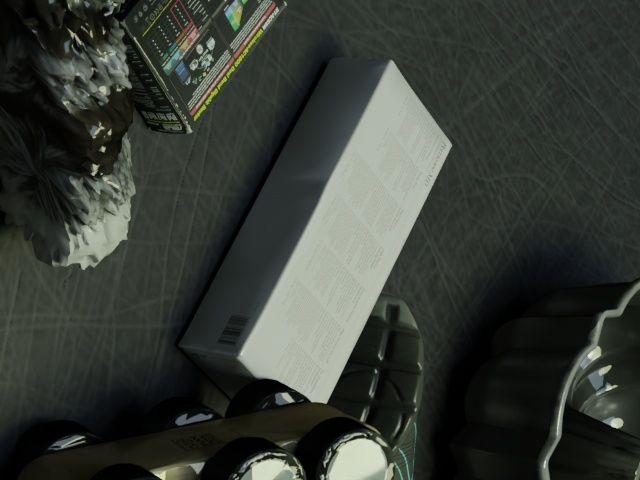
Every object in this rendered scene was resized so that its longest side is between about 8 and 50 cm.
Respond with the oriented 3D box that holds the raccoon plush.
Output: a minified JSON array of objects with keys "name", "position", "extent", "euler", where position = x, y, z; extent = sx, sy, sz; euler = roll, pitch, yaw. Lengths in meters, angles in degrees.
[{"name":"raccoon plush","position":[-0.092,-0.241,0.982],"extent":[0.299,0.216,0.446],"euler":[-38,152,-35]}]

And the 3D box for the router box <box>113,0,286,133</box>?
[{"name":"router box","position":[-0.082,-0.140,1.120],"extent":[0.122,0.038,0.092],"euler":[-56,133,-30]}]

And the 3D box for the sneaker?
[{"name":"sneaker","position":[0.016,0.169,1.263],"extent":[0.106,0.101,0.267],"euler":[42,59,-71]}]

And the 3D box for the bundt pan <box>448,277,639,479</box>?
[{"name":"bundt pan","position":[0.213,0.183,1.467],"extent":[0.331,0.124,0.331],"euler":[-11,104,-51]}]

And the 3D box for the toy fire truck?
[{"name":"toy fire truck","position":[-0.077,0.223,1.104],"extent":[0.217,0.158,0.246],"euler":[-9,105,-31]}]

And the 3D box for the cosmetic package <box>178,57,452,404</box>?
[{"name":"cosmetic package","position":[0.000,0.000,1.224],"extent":[0.099,0.060,0.239],"euler":[49,58,-40]}]
